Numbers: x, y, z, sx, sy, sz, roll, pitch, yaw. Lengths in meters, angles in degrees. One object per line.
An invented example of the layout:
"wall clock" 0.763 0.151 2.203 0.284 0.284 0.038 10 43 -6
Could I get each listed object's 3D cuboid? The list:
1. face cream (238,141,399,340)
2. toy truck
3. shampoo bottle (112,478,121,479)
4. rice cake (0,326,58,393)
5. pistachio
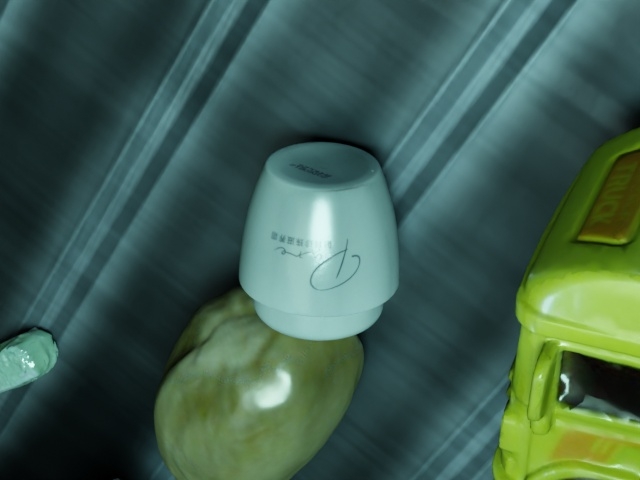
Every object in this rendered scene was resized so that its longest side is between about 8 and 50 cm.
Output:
"face cream" 0.000 0.000 1.003 0.091 0.091 0.095 13 119 21
"toy truck" 0.287 0.072 0.833 0.405 0.181 0.254 12 129 21
"shampoo bottle" -0.149 0.320 1.189 0.266 0.273 0.273 50 131 1
"rice cake" -0.257 0.104 1.258 0.207 0.033 0.033 -23 98 40
"pistachio" -0.043 0.099 1.093 0.185 0.126 0.108 -60 42 45
